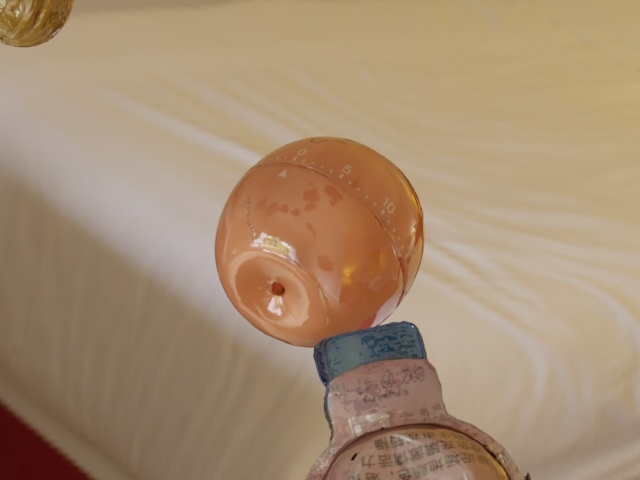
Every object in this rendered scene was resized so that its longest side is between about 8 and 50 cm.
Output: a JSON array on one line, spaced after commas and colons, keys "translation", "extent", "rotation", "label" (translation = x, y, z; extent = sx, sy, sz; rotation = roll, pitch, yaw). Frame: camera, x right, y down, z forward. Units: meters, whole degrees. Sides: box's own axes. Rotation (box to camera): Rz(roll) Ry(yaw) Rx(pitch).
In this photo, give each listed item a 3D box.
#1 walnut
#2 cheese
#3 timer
[{"translation": [-0.289, -0.251, 1.641], "extent": [0.105, 0.124, 0.105], "rotation": [19, 4, -1], "label": "walnut"}, {"translation": [0.065, 0.182, 1.325], "extent": [0.189, 0.074, 0.286], "rotation": [-13, 51, -5], "label": "cheese"}, {"translation": [0.000, 0.000, 1.874], "extent": [0.230, 0.229, 0.215], "rotation": [20, 42, 20], "label": "timer"}]
